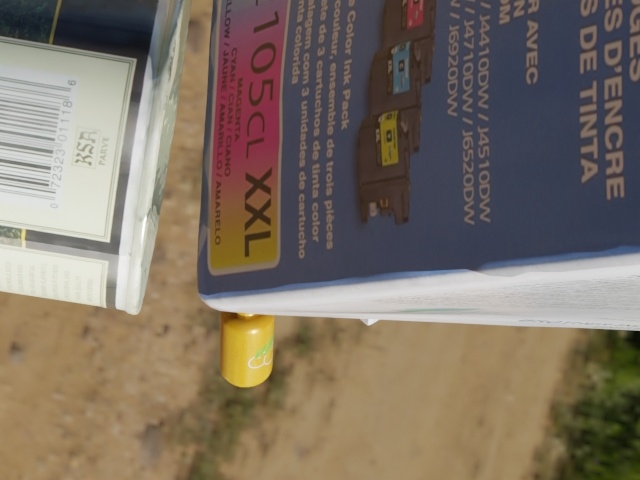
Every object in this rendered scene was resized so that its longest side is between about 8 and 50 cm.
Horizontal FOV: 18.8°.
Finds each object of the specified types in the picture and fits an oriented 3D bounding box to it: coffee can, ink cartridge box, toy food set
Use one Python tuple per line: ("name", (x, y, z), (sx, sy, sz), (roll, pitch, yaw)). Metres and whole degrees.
("coffee can", (-0.220, -0.077, 1.067), (0.201, 0.275, 0.201), (-171, -90, -87))
("ink cartridge box", (0.166, -0.049, 0.595), (0.270, 0.395, 0.151), (4, 86, -28))
("toy food set", (0.000, 0.000, 1.459), (0.232, 0.111, 0.104), (-30, 146, -28))
